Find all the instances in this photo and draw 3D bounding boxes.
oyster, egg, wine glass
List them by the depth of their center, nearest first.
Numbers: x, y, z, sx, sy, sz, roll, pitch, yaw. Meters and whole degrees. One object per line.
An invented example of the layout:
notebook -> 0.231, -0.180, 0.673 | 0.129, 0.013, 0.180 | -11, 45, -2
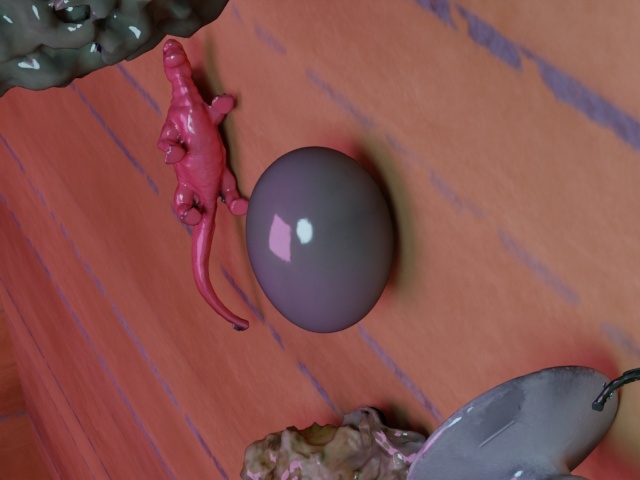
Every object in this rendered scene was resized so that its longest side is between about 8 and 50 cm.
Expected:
wine glass -> 0.138, 0.173, 0.599 | 0.165, 0.165, 0.196 | 97, 151, -47
egg -> 0.000, 0.000, 0.850 | 0.103, 0.103, 0.135 | 33, 138, 57
oyster -> 0.037, 0.249, 0.943 | 0.351, 0.115, 0.238 | 40, 142, 52

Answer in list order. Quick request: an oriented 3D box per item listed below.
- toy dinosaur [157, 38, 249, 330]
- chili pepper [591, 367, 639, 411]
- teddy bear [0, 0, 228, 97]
toy dinosaur -> -0.116, -0.063, 1.147 | 0.139, 0.070, 0.286 | -124, 21, -56
chili pepper -> 0.224, 0.105, 0.459 | 0.279, 0.065, 0.122 | 47, 144, 39
teddy bear -> -0.051, -0.195, 0.486 | 0.357, 0.367, 0.224 | 53, 175, 43
